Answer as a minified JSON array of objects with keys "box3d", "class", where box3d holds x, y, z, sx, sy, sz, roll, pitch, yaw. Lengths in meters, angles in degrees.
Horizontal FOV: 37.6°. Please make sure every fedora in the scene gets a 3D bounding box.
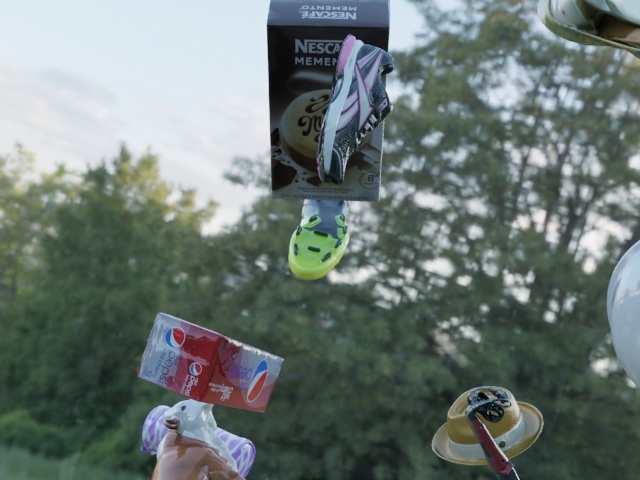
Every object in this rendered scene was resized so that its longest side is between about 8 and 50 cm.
[{"box3d":[0.276,0.302,1.590,0.194,0.079,0.194,-17,18,6],"class":"fedora"}]

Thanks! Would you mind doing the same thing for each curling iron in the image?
[{"box3d":[0.273,0.318,1.373,0.035,0.068,0.274,-114,180,-61],"class":"curling iron"}]

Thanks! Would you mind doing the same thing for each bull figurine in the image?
[{"box3d":[-0.175,0.365,1.320,0.188,0.310,0.101,12,-39,11],"class":"bull figurine"}]

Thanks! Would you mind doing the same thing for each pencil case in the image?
[{"box3d":[-0.212,0.349,1.595,0.206,0.088,0.086,14,-23,30],"class":"pencil case"}]

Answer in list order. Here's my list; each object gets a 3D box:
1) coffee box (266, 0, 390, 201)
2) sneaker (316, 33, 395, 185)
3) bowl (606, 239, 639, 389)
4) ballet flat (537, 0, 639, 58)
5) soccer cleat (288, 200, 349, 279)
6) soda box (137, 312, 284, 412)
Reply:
[{"box3d":[0.010,-0.206,1.359,0.168,0.119,0.297,2,-49,2],"class":"coffee box"},{"box3d":[0.045,-0.150,1.100,0.077,0.178,0.072,13,-3,-3],"class":"sneaker"},{"box3d":[0.513,0.133,1.245,0.298,0.297,0.134,17,33,24],"class":"bowl"},{"box3d":[0.403,-0.319,1.280,0.123,0.123,0.348,22,12,-39],"class":"ballet flat"},{"box3d":[0.001,0.000,1.613,0.093,0.121,0.289,11,31,2],"class":"soccer cleat"},{"box3d":[-0.133,0.162,1.202,0.092,0.083,0.263,18,-8,18],"class":"soda box"}]
